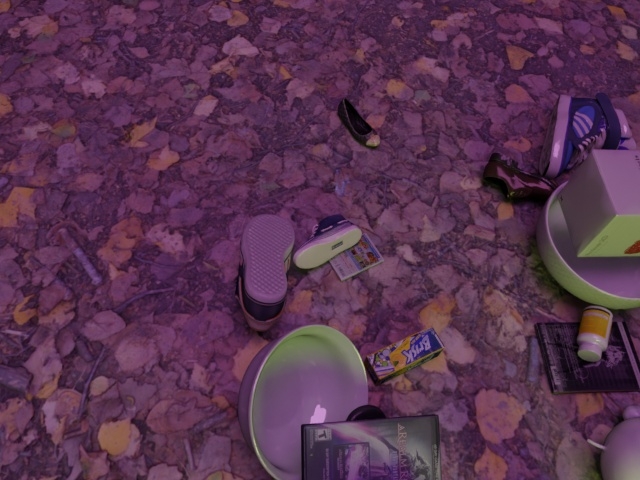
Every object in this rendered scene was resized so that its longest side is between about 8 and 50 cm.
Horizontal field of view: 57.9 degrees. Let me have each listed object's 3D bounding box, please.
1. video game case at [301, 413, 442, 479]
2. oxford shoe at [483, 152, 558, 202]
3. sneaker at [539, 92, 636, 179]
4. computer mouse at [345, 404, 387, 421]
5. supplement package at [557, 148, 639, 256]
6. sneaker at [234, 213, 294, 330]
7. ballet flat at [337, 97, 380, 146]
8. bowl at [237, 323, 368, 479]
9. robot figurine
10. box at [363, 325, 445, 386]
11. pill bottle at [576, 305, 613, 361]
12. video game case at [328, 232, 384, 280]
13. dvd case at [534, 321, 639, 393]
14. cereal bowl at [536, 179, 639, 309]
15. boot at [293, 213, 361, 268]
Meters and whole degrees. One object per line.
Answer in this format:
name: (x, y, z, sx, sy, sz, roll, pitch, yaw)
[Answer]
video game case: (0.098, 0.430, 1.065, 0.274, 0.026, 0.196, 2, 81, -18)
oxford shoe: (0.531, -0.134, 1.521, 0.227, 0.083, 0.096, 29, 79, 12)
sneaker: (0.743, -0.266, 1.578, 0.236, 0.130, 0.323, 18, 54, 10)
computer mouse: (0.073, 0.456, 1.098, 0.184, 0.060, 0.262, -21, 88, -20)
supplement package: (0.714, -0.078, 1.273, 0.292, 0.178, 0.175, 0, 59, -6)
sneaker: (-0.130, 0.066, 1.309, 0.126, 0.128, 0.321, 11, 34, -6)
ballet flat: (0.103, -0.322, 1.595, 0.057, 0.049, 0.173, -31, 67, -21)
bowl: (-0.053, 0.307, 1.121, 0.297, 0.134, 0.298, 3, 86, -42)
robot figurine: (0.702, 0.443, 1.111, 0.353, 0.200, 0.300, 2, 31, -5)
box: (0.182, 0.251, 1.259, 0.168, 0.054, 0.059, -22, 63, -17)
pill bottle: (0.613, 0.210, 1.299, 0.065, 0.065, 0.116, 24, 58, 9)
video game case: (0.080, 0.039, 1.400, 0.122, 0.011, 0.087, -24, 64, -18)
dvd case: (0.612, 0.263, 1.316, 0.221, 0.018, 0.165, 0, 58, -5)
cereal bowl: (0.677, 0.017, 1.397, 0.338, 0.141, 0.339, 2, 60, -4)
boot: (0.000, 0.000, 1.381, 0.189, 0.069, 0.086, -23, 43, -28)
